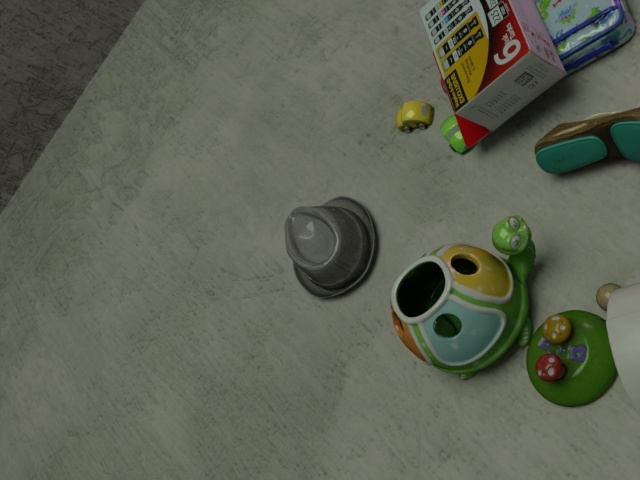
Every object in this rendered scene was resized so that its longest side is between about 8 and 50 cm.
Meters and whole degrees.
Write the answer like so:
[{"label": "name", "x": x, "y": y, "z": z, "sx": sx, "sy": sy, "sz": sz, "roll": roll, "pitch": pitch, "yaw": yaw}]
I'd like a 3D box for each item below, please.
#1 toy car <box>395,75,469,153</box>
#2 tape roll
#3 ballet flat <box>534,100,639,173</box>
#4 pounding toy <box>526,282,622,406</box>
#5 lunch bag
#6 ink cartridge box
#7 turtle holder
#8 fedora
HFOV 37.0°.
[{"label": "toy car", "x": 0.280, "y": -0.288, "z": 2.156, "sx": 0.239, "sy": 0.053, "sz": 0.225, "roll": -42, "pitch": 48, "yaw": 21}, {"label": "tape roll", "x": 0.590, "y": 0.169, "z": 1.527, "sx": 0.169, "sy": 0.246, "sz": 0.246, "roll": -22, "pitch": 57, "yaw": 33}, {"label": "ballet flat", "x": 0.571, "y": -0.206, "z": 1.823, "sx": 0.342, "sy": 0.116, "sz": 0.124, "roll": -9, "pitch": 38, "yaw": 47}, {"label": "pounding toy", "x": 0.458, "y": 0.189, "z": 1.732, "sx": 0.237, "sy": 0.110, "sz": 0.183, "roll": -37, "pitch": 50, "yaw": 25}, {"label": "lunch bag", "x": 0.528, "y": -0.446, "z": 1.981, "sx": 0.219, "sy": 0.090, "sz": 0.176, "roll": -27, "pitch": 57, "yaw": 32}, {"label": "ink cartridge box", "x": 0.329, "y": -0.397, "z": 2.011, "sx": 0.272, "sy": 0.130, "sz": 0.309, "roll": -40, "pitch": 48, "yaw": 33}, {"label": "turtle holder", "x": 0.282, "y": 0.114, "z": 1.843, "sx": 0.320, "sy": 0.227, "sz": 0.243, "roll": -22, "pitch": 57, "yaw": 34}, {"label": "fedora", "x": 0.000, "y": 0.000, "z": 2.227, "sx": 0.243, "sy": 0.124, "sz": 0.275, "roll": -47, "pitch": 47, "yaw": 15}]
